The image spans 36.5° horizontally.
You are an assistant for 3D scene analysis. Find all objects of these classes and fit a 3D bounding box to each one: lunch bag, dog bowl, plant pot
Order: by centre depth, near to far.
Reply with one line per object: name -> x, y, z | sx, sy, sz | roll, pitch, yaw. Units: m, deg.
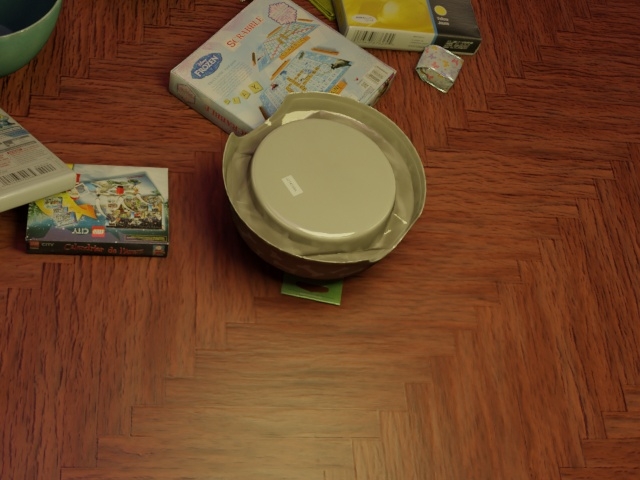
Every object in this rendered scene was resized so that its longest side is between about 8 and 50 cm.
dog bowl -> 0.000, -0.088, 1.655 | 0.348, 0.102, 0.349 | 6, 57, -9
plant pot -> -0.601, -0.397, 1.718 | 0.290, 0.195, 0.290 | 6, 57, -10
lunch bag -> 0.240, -0.355, 1.988 | 0.083, 0.053, 0.071 | 29, 58, -6

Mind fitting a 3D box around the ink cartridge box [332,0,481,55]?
ink cartridge box -> 0.167, -0.534, 2.065 | 0.303, 0.072, 0.307 | 0, 61, -18

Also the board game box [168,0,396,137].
board game box -> -0.069, -0.307, 1.872 | 0.318, 0.066, 0.319 | 36, 58, 9

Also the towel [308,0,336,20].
towel -> -0.020, -0.568, 2.074 | 0.102, 0.021, 0.237 | -34, 72, -28

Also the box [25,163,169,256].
box -> -0.376, -0.053, 1.650 | 0.233, 0.044, 0.159 | 2, 58, -13

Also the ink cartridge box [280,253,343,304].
ink cartridge box -> 0.000, 0.000, 1.700 | 0.109, 0.062, 0.209 | 12, 57, -6

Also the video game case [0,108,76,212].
video game case -> -0.615, -0.128, 1.557 | 0.300, 0.036, 0.329 | 38, 41, 26
